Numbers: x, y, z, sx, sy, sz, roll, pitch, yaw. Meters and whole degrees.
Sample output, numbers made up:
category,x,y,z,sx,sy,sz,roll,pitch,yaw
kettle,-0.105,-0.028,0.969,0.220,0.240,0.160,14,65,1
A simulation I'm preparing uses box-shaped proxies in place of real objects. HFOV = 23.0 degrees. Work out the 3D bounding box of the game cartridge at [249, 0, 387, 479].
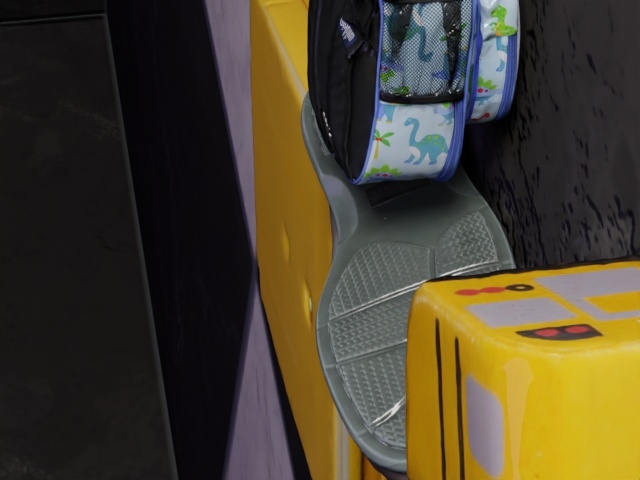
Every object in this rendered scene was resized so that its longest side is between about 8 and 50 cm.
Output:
category,x,y,z,sx,sy,sz,roll,pitch,yaw
game cartridge,0.000,0.000,1.090,0.323,0.053,0.285,-108,15,-56

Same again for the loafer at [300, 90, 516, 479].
category,x,y,z,sx,sy,sz,roll,pitch,yaw
loafer,0.048,0.018,0.768,0.084,0.096,0.267,66,-168,-45

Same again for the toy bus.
category,x,y,z,sx,sy,sz,roll,pitch,yaw
toy bus,0.096,0.173,0.505,0.130,0.108,0.332,-139,44,-72

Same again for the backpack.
category,x,y,z,sx,sy,sz,roll,pitch,yaw
backpack,0.040,-0.084,0.699,0.105,0.084,0.114,-111,23,-56
